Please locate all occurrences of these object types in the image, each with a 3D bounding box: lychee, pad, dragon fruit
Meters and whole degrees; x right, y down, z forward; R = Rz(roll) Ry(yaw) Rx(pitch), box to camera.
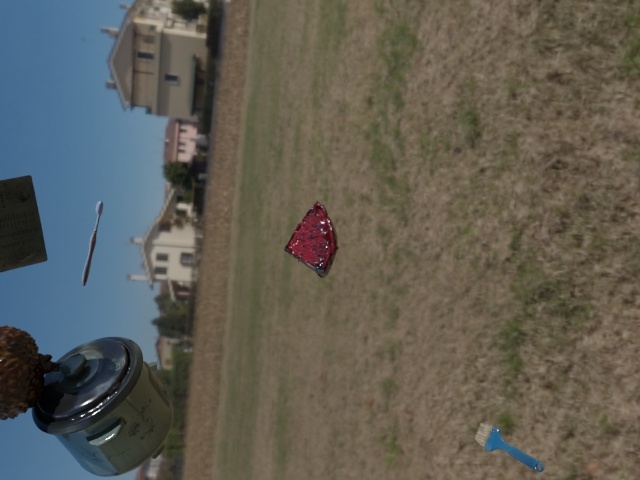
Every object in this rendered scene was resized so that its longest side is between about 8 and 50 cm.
[{"bbox_3d":[-0.671,0.275,1.335,0.200,0.238,0.200,1,92,51],"label":"lychee"},{"bbox_3d":[-0.815,-0.036,1.664,0.009,0.159,0.265,38,135,44],"label":"pad"},{"bbox_3d":[0.002,0.001,1.543,0.161,0.120,0.127,-60,-14,3],"label":"dragon fruit"}]

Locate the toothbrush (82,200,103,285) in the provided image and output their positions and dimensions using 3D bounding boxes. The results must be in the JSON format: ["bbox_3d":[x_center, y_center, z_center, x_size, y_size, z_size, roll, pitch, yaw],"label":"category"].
[{"bbox_3d":[-0.503,0.007,1.403,0.019,0.013,0.193,19,98,46],"label":"toothbrush"}]

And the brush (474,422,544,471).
[{"bbox_3d":[0.387,0.429,1.309,0.164,0.014,0.051,23,91,51],"label":"brush"}]

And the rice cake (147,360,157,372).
[{"bbox_3d":[-0.488,0.351,1.681,0.170,0.029,0.033,-7,-100,-65],"label":"rice cake"}]

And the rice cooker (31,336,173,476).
[{"bbox_3d":[-0.495,0.372,1.462,0.317,0.264,0.317,59,171,16],"label":"rice cooker"}]
